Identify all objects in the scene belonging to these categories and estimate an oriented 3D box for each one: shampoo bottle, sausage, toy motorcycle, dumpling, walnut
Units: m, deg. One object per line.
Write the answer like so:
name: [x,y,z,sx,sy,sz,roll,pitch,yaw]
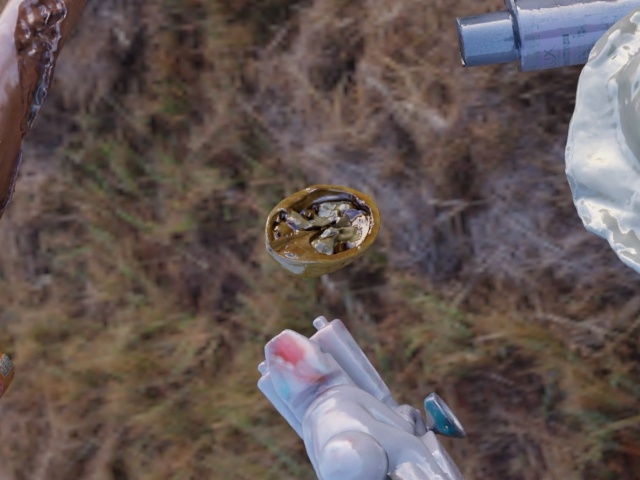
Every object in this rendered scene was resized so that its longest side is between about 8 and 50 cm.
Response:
shampoo bottle: [0.223,-0.182,1.330,0.072,0.214,0.072,-8,-90,-88]
sausage: [-0.315,-0.156,1.606,0.079,0.087,0.326,5,67,30]
sausage: [-0.219,0.099,0.994,0.107,0.031,0.031,-84,-3,-76]
toy motorcycle: [0.043,0.156,1.032,0.110,0.171,0.260,-38,63,4]
dumpling: [0.246,-0.055,0.955,0.193,0.147,0.258,-32,55,12]
walnut: [0.000,0.000,1.464,0.091,0.121,0.052,47,148,31]
